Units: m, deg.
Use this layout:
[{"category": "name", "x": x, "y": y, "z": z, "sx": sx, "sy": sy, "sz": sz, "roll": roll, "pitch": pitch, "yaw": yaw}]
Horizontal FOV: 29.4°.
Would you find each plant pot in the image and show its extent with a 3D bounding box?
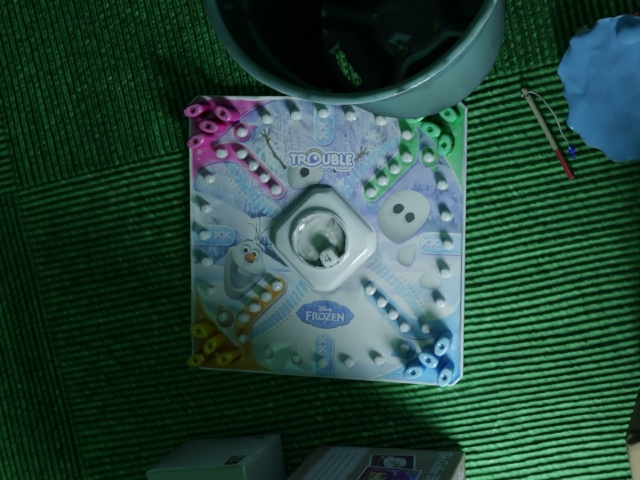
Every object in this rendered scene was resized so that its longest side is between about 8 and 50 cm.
[{"category": "plant pot", "x": 0.073, "y": -0.294, "z": 1.432, "sx": 0.341, "sy": 0.334, "sz": 0.341, "roll": -2, "pitch": 84, "yaw": 15}]

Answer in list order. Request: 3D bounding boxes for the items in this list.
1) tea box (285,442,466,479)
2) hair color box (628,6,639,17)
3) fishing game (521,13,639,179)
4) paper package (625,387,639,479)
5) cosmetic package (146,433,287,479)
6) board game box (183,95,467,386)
[{"category": "tea box", "x": 0.062, "y": 0.460, "z": 1.563, "sx": 0.220, "sy": 0.329, "sz": 0.324, "roll": 1, "pitch": 97, "yaw": 15}, {"category": "hair color box", "x": 0.455, "y": -0.283, "z": 1.495, "sx": 0.141, "sy": 0.043, "sz": 0.072, "roll": -34, "pitch": 72, "yaw": 16}, {"category": "fishing game", "x": 0.378, "y": -0.188, "z": 1.506, "sx": 0.264, "sy": 0.041, "sz": 0.189, "roll": -29, "pitch": 91, "yaw": 43}, {"category": "paper package", "x": 0.478, "y": 0.333, "z": 1.443, "sx": 0.168, "sy": 0.309, "sz": 0.325, "roll": -11, "pitch": 93, "yaw": 19}, {"category": "cosmetic package", "x": -0.133, "y": 0.379, "z": 1.697, "sx": 0.151, "sy": 0.151, "sz": 0.184, "roll": -8, "pitch": 95, "yaw": 16}, {"category": "board game box", "x": 0.000, "y": 0.000, "z": 1.662, "sx": 0.390, "sy": 0.050, "sz": 0.390, "roll": 2, "pitch": 98, "yaw": 15}]
